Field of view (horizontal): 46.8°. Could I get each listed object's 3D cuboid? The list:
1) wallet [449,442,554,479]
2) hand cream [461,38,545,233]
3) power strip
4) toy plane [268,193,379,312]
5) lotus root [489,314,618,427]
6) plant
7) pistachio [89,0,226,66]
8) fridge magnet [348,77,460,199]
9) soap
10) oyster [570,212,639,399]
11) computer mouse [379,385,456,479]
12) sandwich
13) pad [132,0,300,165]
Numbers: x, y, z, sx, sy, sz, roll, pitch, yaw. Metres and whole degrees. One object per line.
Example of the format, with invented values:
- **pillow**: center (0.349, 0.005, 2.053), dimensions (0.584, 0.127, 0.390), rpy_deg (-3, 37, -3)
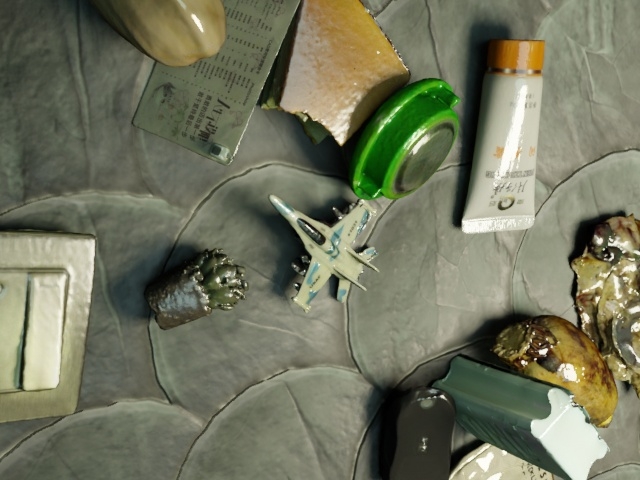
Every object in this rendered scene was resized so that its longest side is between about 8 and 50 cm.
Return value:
- **wallet**: center (0.338, 0.488, 1.339), dimensions (0.275, 0.068, 0.335), rpy_deg (-17, 108, -21)
- **hand cream**: center (0.293, -0.163, 1.190), dimensions (0.140, 0.089, 0.314), rpy_deg (-7, 111, -18)
- **power strip**: center (-0.425, 0.107, 0.940), dimensions (0.251, 0.092, 0.257), rpy_deg (4, 98, -31)
- **toy plane**: center (-0.007, -0.004, 1.082), dimensions (0.262, 0.088, 0.192), rpy_deg (41, 81, -38)
- **lotus root**: center (0.419, 0.227, 1.267), dimensions (0.141, 0.169, 0.314), rpy_deg (-36, 122, 25)
- **plant**: center (-0.172, 0.067, 1.040), dimensions (0.143, 0.094, 0.092), rpy_deg (-24, 94, -4)
- **pistachio**: center (-0.213, -0.318, 0.919), dimensions (0.138, 0.153, 0.238), rpy_deg (-39, 82, -21)
- **fridge magnet**: center (0.124, -0.140, 1.075), dimensions (0.208, 0.088, 0.208), rpy_deg (-39, 156, -21)
- **soap**: center (0.307, 0.282, 1.186), dimensions (0.094, 0.261, 0.150), rpy_deg (-44, 112, -19)
- **oyster**: center (0.561, 0.130, 1.350), dimensions (0.221, 0.096, 0.361), rpy_deg (-4, 100, -15)
- **computer mouse**: center (0.162, 0.322, 1.227), dimensions (0.122, 0.073, 0.217), rpy_deg (2, 113, -4)
- **sandwich**: center (-0.011, -0.253, 1.027), dimensions (0.186, 0.108, 0.220), rpy_deg (-44, 113, -9)
- **pad**: center (-0.137, -0.247, 0.977), dimensions (0.159, 0.009, 0.265), rpy_deg (24, 92, 15)
